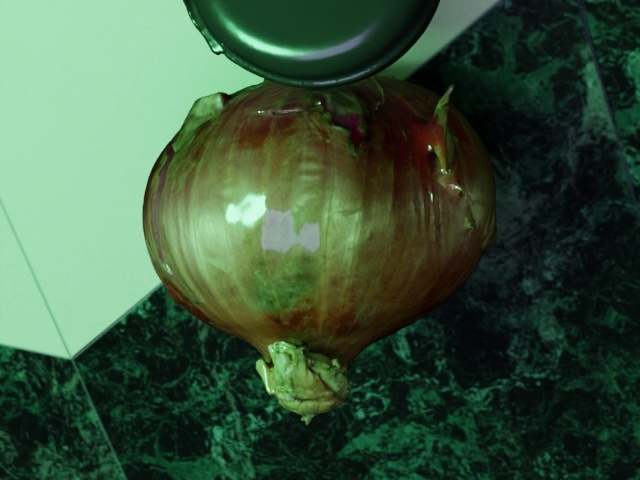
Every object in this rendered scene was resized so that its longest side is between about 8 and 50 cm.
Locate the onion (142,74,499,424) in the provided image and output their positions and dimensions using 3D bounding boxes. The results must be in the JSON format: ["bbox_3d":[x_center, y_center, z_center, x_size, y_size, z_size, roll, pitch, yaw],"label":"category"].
[{"bbox_3d":[0.003,-0.033,1.801,0.353,0.354,0.354,4,120,8],"label":"onion"}]

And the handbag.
[{"bbox_3d":[-0.008,-0.291,1.699,0.253,0.093,0.308,0,82,11],"label":"handbag"}]
